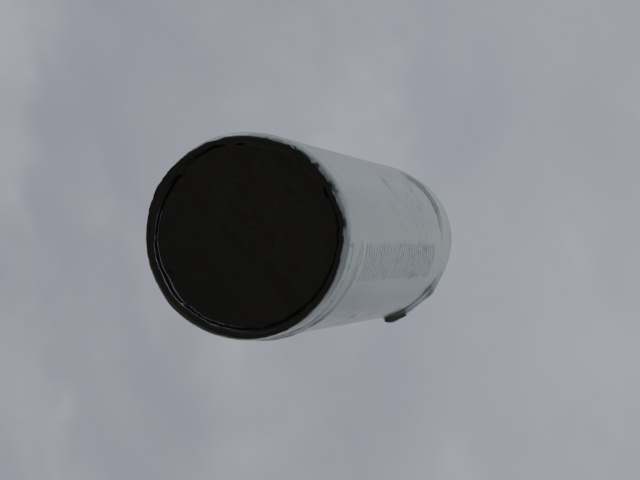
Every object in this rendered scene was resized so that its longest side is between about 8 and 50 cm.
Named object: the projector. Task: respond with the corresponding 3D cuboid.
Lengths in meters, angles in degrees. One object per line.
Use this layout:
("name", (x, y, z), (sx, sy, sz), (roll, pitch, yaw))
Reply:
("projector", (0.000, 0.000, 1.038), (0.108, 0.337, 0.108), (0, -90, 13))
